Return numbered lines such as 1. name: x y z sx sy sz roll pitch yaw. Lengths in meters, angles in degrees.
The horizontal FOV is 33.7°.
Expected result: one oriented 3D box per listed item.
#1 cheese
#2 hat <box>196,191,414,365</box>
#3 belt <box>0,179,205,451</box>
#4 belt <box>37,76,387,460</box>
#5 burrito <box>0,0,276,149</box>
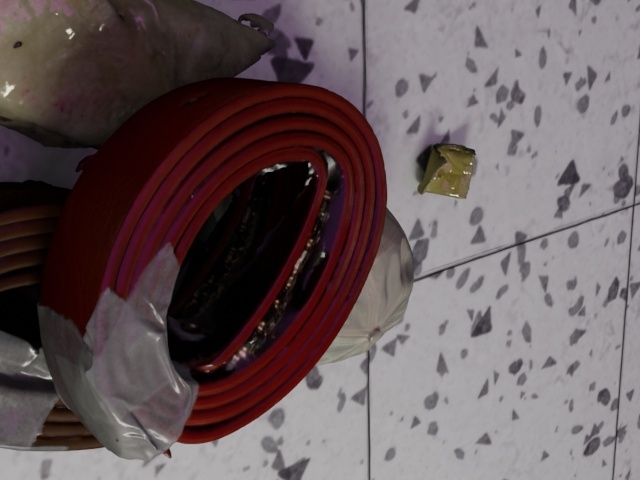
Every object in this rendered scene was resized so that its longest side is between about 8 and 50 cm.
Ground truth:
1. cheese: 0.136 -0.078 1.193 0.084 0.041 0.060 -8 117 -51
2. hat: -0.004 -0.008 1.023 0.232 0.161 0.275 -31 119 -34
3. belt: -0.234 0.064 0.877 0.339 0.122 0.217 5 98 -43
4. belt: -0.090 0.014 0.832 0.227 0.115 0.324 47 70 -33
5. burrito: -0.202 -0.154 0.817 0.348 0.107 0.175 14 122 -50
